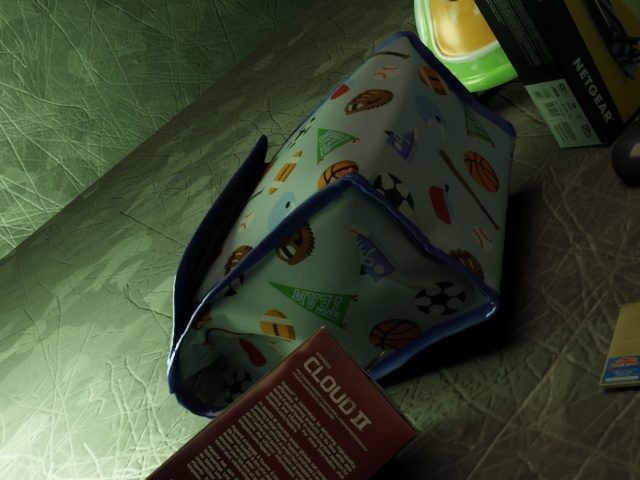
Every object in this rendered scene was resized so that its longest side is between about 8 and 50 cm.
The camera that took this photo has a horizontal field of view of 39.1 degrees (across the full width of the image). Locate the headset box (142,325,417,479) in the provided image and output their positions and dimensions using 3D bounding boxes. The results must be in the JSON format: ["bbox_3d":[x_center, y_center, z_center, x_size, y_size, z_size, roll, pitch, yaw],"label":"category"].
[{"bbox_3d":[-0.055,0.195,0.726,0.293,0.110,0.218,-40,-8,-11],"label":"headset box"}]

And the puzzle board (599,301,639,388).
[{"bbox_3d":[0.292,0.078,0.717,0.128,0.011,0.096,-15,31,41],"label":"puzzle board"}]

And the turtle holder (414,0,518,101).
[{"bbox_3d":[0.270,-0.370,1.345,0.320,0.227,0.243,-48,25,-27],"label":"turtle holder"}]

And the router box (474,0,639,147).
[{"bbox_3d":[0.306,-0.304,1.061,0.243,0.309,0.081,-45,21,-21],"label":"router box"}]

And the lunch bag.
[{"bbox_3d":[0.000,0.000,1.005,0.385,0.239,0.328,-39,17,36],"label":"lunch bag"}]

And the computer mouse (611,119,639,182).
[{"bbox_3d":[0.385,-0.149,0.995,0.071,0.041,0.242,-8,34,49],"label":"computer mouse"}]
